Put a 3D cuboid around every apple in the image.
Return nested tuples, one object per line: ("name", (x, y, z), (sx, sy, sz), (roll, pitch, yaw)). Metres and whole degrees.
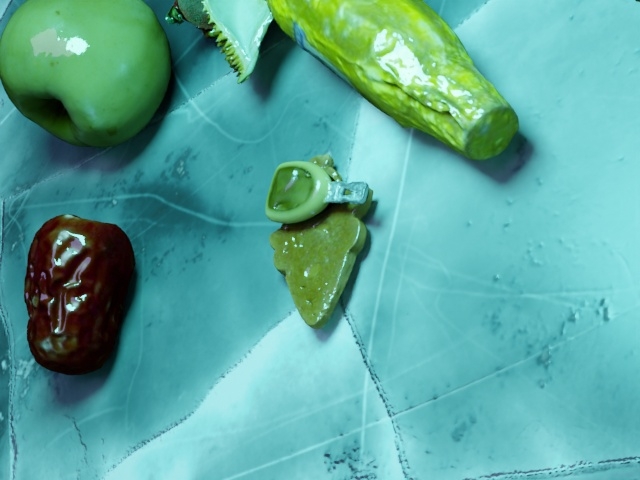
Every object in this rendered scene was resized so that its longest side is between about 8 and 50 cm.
("apple", (-0.361, -0.272, 1.785), (0.262, 0.262, 0.263), (-19, 57, 32))

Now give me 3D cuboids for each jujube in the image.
("jujube", (-0.352, 0.076, 1.657), (0.155, 0.155, 0.230), (-7, 70, 38))

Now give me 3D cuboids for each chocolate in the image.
("chocolate", (0.083, -0.249, 1.450), (0.162, 0.162, 0.445), (-48, 47, 9))

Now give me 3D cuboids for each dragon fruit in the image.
("dragon fruit", (-0.155, -0.391, 1.768), (0.142, 0.138, 0.175), (7, 33, 4))

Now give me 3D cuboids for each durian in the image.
("durian", (-0.089, -0.347, 1.662), (0.139, 0.144, 0.252), (26, 82, 41))

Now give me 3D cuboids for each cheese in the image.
("cheese", (-0.002, -0.060, 1.468), (0.162, 0.036, 0.086), (4, 71, 43))

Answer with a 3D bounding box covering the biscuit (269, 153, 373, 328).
("biscuit", (0.000, 0.000, 1.477), (0.162, 0.035, 0.250), (-21, 52, 36))
